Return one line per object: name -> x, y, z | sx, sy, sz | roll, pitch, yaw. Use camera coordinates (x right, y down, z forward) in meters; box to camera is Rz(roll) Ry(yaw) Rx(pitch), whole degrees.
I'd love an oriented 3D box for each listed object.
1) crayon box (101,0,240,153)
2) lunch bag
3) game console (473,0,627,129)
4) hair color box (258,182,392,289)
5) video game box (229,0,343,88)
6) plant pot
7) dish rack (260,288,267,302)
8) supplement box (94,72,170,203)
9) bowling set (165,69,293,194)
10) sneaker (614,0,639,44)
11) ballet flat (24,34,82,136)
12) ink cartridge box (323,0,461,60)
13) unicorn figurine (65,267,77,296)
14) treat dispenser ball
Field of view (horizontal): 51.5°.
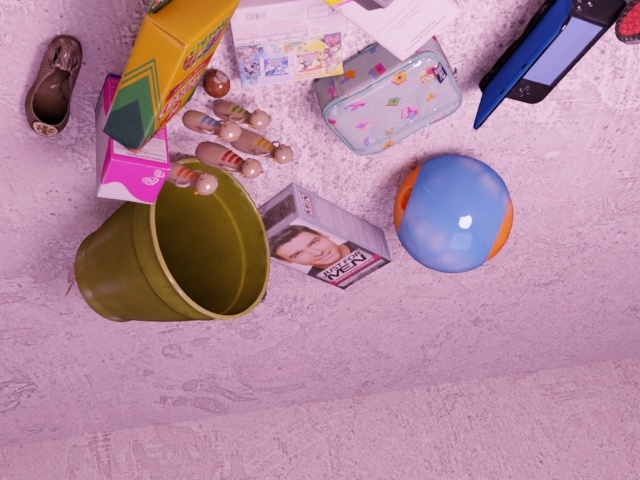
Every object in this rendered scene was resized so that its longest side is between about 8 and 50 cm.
crayon box -> -0.246, -0.314, 1.117 | 0.081, 0.202, 0.318 | 35, 136, -7
lunch bag -> 0.151, -0.298, 1.374 | 0.279, 0.108, 0.224 | -24, 145, 18
game console -> 0.461, -0.352, 1.334 | 0.250, 0.173, 0.293 | 7, 143, -26
hair color box -> 0.000, 0.000, 1.771 | 0.185, 0.114, 0.374 | -34, 141, 30
video game box -> -0.061, -0.379, 1.239 | 0.205, 0.048, 0.187 | -9, 145, -4
plant pot -> -0.369, 0.039, 1.538 | 0.353, 0.366, 0.366 | -18, 149, 31
dish rack -> -0.285, 0.116, 1.779 | 0.271, 0.208, 0.074 | -11, 129, -15
supplement box -> -0.362, -0.192, 1.262 | 0.114, 0.220, 0.111 | 9, 142, -29
bowling set -> -0.178, -0.217, 1.299 | 0.154, 0.287, 0.200 | 22, 128, 24
sneaker -> 0.711, -0.457, 1.308 | 0.262, 0.104, 0.125 | -30, 158, 12
ballet flat -> -0.499, -0.274, 1.243 | 0.084, 0.058, 0.250 | 11, 140, -30
ink cartridge box -> 0.051, -0.449, 1.006 | 0.306, 0.226, 0.131 | 22, 133, -40
unicorn figurine -> -0.603, 0.074, 1.747 | 0.111, 0.060, 0.162 | 6, 127, -25
treat dispenser ball -> 0.321, -0.065, 1.618 | 0.288, 0.288, 0.288 | -9, 147, -6
